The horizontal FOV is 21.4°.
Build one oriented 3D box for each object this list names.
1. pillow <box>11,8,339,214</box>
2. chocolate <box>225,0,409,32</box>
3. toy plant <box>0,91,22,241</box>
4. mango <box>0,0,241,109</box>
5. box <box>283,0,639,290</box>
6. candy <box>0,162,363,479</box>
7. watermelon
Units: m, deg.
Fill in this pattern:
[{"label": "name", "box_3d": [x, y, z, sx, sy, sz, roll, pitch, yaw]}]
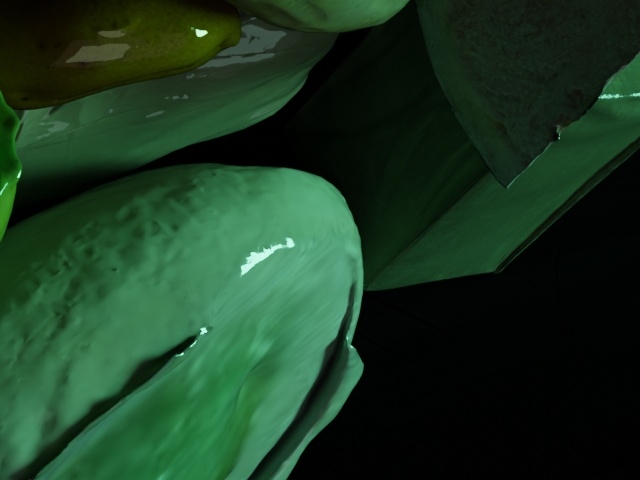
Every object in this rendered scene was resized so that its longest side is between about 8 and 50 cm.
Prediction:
[{"label": "pillow", "box_3d": [-0.116, -0.085, 1.021, 0.270, 0.067, 0.173, -21, 164, -17]}, {"label": "chocolate", "box_3d": [-0.036, -0.176, 0.814, 0.134, 0.134, 0.309, -37, 164, 22]}, {"label": "toy plant", "box_3d": [-0.292, 0.009, 0.883, 0.224, 0.184, 0.316, -32, 177, -37]}, {"label": "mango", "box_3d": [-0.117, -0.119, 0.885, 0.159, 0.084, 0.105, -17, -173, -21]}, {"label": "box", "box_3d": [0.114, -0.093, 1.196, 0.149, 0.155, 0.231, -6, 152, -43]}, {"label": "candy", "box_3d": [-0.148, 0.108, 1.090, 0.427, 0.186, 0.386, -38, 154, -11]}, {"label": "watermelon", "box_3d": [0.175, -0.198, 0.970, 0.260, 0.176, 0.256, -50, 143, -36]}]
